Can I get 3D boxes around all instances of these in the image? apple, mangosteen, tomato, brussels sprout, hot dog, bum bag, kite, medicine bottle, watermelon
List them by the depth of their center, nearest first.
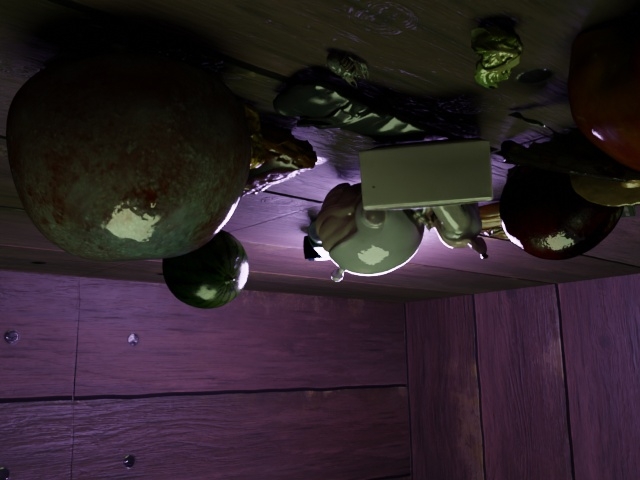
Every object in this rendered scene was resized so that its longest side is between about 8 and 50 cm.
[{"bbox_3d":[0.226,-0.234,0.852,0.058,0.085,0.085,1,171,28],"label":"brussels sprout"},{"bbox_3d":[0.509,-0.212,0.873,0.364,0.295,0.329,2,131,-23],"label":"apple"},{"bbox_3d":[-0.248,-0.115,0.902,0.316,0.283,0.317,-5,-179,0],"label":"tomato"},{"bbox_3d":[0.054,-0.194,1.045,0.248,0.060,0.123,7,172,-34],"label":"bum bag"},{"bbox_3d":[0.404,-0.144,1.051,0.322,0.013,0.267,-20,-137,-36],"label":"kite"},{"bbox_3d":[-0.110,-0.140,1.196,0.226,0.099,0.160,-11,165,35],"label":"hot dog"},{"bbox_3d":[0.436,-0.098,1.296,0.261,0.235,0.235,49,148,-16],"label":"mangosteen"},{"bbox_3d":[0.470,-0.074,1.693,0.235,0.062,0.092,-8,168,18],"label":"hot dog"},{"bbox_3d":[-0.322,0.076,1.918,0.242,0.243,0.242,-1,169,0],"label":"watermelon"},{"bbox_3d":[0.000,0.000,1.964,0.124,0.079,0.258,-2,168,6],"label":"medicine bottle"}]

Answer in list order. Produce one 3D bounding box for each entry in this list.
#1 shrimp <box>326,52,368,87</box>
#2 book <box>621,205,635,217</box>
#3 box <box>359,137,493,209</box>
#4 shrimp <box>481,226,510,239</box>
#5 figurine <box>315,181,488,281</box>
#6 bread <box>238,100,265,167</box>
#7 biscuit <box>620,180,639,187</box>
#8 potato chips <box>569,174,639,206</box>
[{"bbox_3d":[0.041,-0.235,0.932,0.038,0.029,0.092,-15,170,23],"label":"shrimp"},{"bbox_3d":[0.672,-0.079,1.774,0.264,0.027,0.202,-7,167,26],"label":"book"},{"bbox_3d":[0.181,-0.116,1.160,0.203,0.106,0.251,-3,-170,11],"label":"box"},{"bbox_3d":[0.488,-0.038,1.799,0.287,0.063,0.152,8,175,13],"label":"shrimp"},{"bbox_3d":[0.159,-0.038,1.452,0.361,0.211,0.253,-9,167,27],"label":"figurine"},{"bbox_3d":[-0.185,-0.153,1.108,0.210,0.114,0.083,-12,-179,40],"label":"bread"},{"bbox_3d":[0.565,-0.152,1.088,0.250,0.035,0.162,-33,-142,-19],"label":"biscuit"},{"bbox_3d":[0.529,-0.136,1.151,0.208,0.195,0.062,31,153,39],"label":"potato chips"}]
